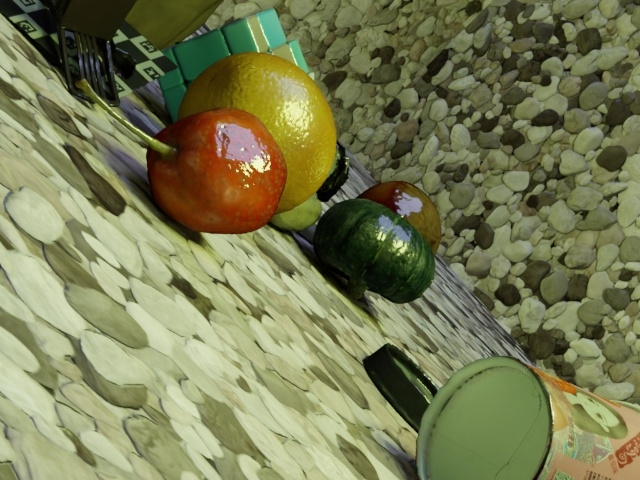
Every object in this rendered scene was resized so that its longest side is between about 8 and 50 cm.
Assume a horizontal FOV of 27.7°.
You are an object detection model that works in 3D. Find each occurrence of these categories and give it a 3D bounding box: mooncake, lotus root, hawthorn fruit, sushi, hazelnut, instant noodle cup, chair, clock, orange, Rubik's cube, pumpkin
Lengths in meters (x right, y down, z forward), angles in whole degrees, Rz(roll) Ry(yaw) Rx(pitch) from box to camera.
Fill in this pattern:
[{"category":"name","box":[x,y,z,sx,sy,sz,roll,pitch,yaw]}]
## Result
[{"category":"mooncake","box":[-0.368,-0.526,2.461,0.378,0.201,0.378,45,3,-3]},{"category":"lotus root","box":[-0.047,-0.057,2.077,0.090,0.077,0.183,54,13,10]},{"category":"hawthorn fruit","box":[-0.160,-0.102,1.487,0.285,0.165,0.165,27,19,-50]},{"category":"sushi","box":[-0.047,-0.181,2.531,0.225,0.136,0.126,44,-2,27]},{"category":"hazelnut","box":[0.122,-0.019,2.468,0.208,0.208,0.208,44,8,-7]},{"category":"instant noodle cup","box":[0.250,0.261,1.482,0.231,0.243,0.243,30,15,-37]},{"category":"chair","box":[-0.287,-0.277,1.674,0.084,0.101,0.212,12,40,-34]},{"category":"clock","box":[0.136,0.215,1.765,0.184,0.040,0.184,44,7,-7]},{"category":"sushi","box":[-0.327,-0.261,1.758,0.215,0.050,0.192,41,32,4]},{"category":"orange","box":[-0.089,-0.148,1.809,0.236,0.236,0.236,44,8,-7]},{"category":"Rubik's cube","box":[-0.138,-0.227,2.024,0.213,0.265,0.224,69,23,-10]},{"category":"pumpkin","box":[0.085,0.022,2.105,0.211,0.152,0.211,41,1,-1]}]

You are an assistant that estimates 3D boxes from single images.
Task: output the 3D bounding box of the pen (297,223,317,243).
[{"category":"pen","box":[0.000,0.000,2.226,0.233,0.032,0.040,35,36,-47]}]
